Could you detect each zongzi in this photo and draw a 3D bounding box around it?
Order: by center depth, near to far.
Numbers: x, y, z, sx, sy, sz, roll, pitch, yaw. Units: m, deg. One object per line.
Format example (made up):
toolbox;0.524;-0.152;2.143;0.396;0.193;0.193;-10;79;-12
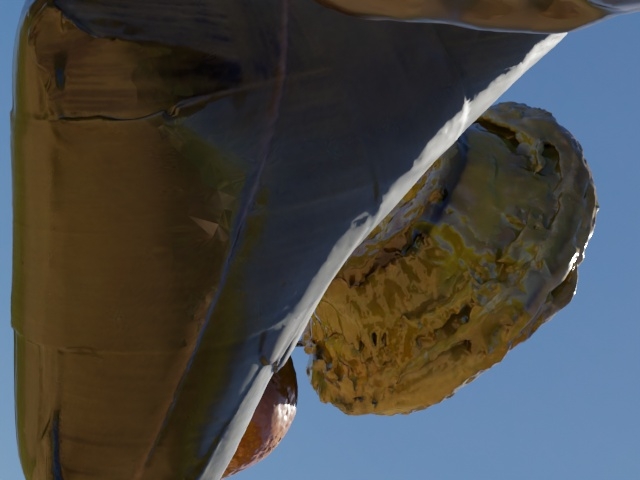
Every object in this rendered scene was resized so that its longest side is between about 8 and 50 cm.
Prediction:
zongzi;0.000;0.000;0.931;0.145;0.300;0.273;-141;-129;-69

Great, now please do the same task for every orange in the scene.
orange;-0.084;0.105;1.314;0.136;0.117;0.135;27;8;-4

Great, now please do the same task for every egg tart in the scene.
egg tart;0.077;-0.005;1.466;0.123;0.294;0.294;45;-17;-27

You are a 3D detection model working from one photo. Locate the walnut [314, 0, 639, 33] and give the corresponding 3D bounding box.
walnut;0.062;-0.183;0.592;0.273;0.273;0.227;168;-70;-66
